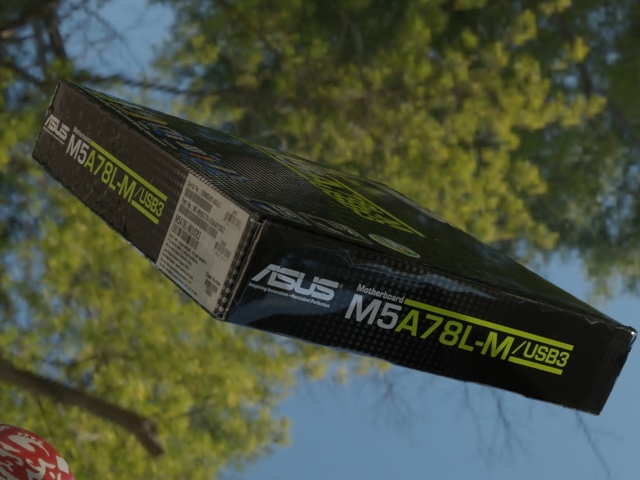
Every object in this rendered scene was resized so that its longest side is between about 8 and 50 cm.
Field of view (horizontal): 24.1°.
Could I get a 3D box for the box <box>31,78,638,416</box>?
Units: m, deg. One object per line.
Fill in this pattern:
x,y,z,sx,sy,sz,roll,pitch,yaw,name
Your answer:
0.000,0.000,0.603,0.184,0.045,0.190,14,-168,-33,box

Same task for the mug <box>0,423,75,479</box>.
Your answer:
-0.166,0.160,0.696,0.113,0.150,0.169,-34,-179,5,mug
